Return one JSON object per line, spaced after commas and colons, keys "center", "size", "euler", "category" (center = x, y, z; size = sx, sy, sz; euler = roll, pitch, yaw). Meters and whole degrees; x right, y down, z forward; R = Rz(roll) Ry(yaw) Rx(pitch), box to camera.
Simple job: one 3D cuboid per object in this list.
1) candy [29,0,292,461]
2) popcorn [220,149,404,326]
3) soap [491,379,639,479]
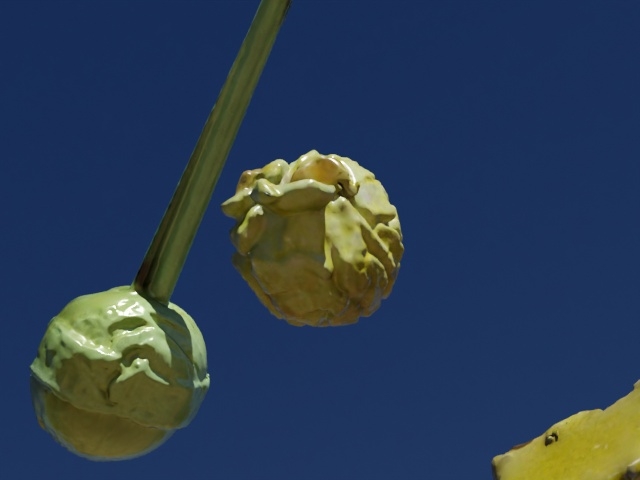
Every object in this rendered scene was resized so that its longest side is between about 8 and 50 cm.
{"center": [-0.063, -0.034, 0.897], "size": [0.093, 0.092, 0.335], "euler": [24, -76, 5], "category": "candy"}
{"center": [0.000, 0.000, 1.329], "size": [0.141, 0.135, 0.162], "euler": [-19, -30, -29], "category": "popcorn"}
{"center": [0.208, 0.190, 0.959], "size": [0.135, 0.076, 0.233], "euler": [-31, -65, 34], "category": "soap"}
